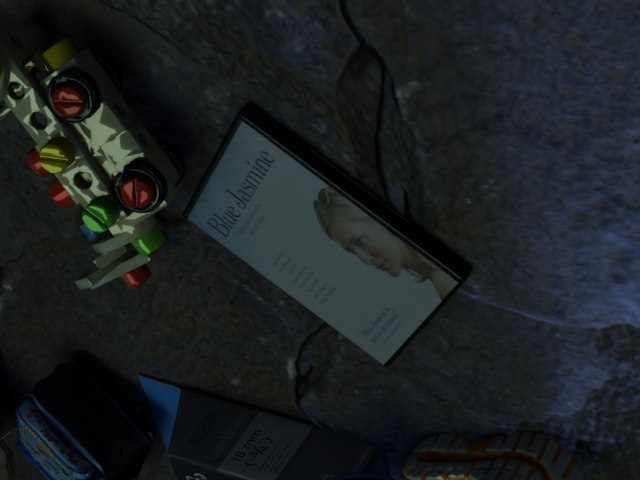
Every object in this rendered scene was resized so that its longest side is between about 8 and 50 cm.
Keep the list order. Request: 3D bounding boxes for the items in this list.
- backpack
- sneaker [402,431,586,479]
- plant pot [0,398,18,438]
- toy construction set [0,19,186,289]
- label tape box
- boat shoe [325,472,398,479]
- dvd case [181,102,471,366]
[{"bbox_3d":[-0.289,0.248,1.729,0.158,0.117,0.173,44,151,14],"label":"backpack"},{"bbox_3d":[0.180,0.241,1.394,0.215,0.084,0.083,1,130,51],"label":"sneaker"},{"bbox_3d":[-0.551,0.192,1.828,0.237,0.237,0.254,-28,93,50],"label":"plant pot"},{"bbox_3d":[-0.253,-0.073,1.351,0.215,0.151,0.327,-30,118,24],"label":"toy construction set"},{"bbox_3d":[-0.074,0.305,1.635,0.334,0.106,0.240,11,135,29],"label":"label tape box"},{"bbox_3d":[0.095,0.308,1.453,0.258,0.089,0.109,24,112,-35],"label":"boat shoe"},{"bbox_3d":[0.000,0.000,1.332,0.253,0.022,0.180,37,143,1],"label":"dvd case"}]
